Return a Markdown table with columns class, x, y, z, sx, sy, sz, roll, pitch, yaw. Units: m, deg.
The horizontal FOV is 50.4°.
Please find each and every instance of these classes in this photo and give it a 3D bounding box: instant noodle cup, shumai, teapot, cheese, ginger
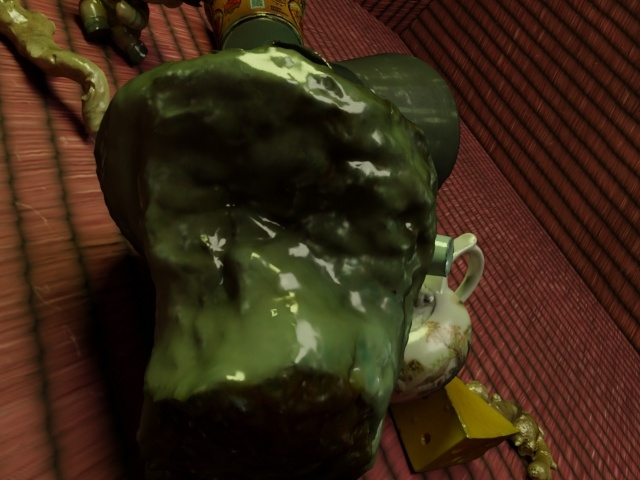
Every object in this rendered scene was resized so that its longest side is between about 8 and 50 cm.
| class | x | y | z | sx | sy | sz | roll | pitch | yaw |
| --- | --- | --- | --- | --- | --- | --- | --- | --- | --- |
| instant noodle cup | -0.125 | -0.428 | 1.364 | 0.216 | 0.216 | 0.172 | 27 | 39 | -37 |
| shumai | -0.050 | 0.057 | 0.619 | 0.324 | 0.397 | 0.323 | 1 | 62 | -1 |
| teapot | 0.096 | 0.103 | 0.867 | 0.298 | 0.139 | 0.204 | -31 | 38 | -29 |
| teapot | 0.042 | -0.146 | 1.138 | 0.362 | 0.305 | 0.376 | -2 | 81 | -49 |
| cheese | 0.191 | 0.256 | 0.926 | 0.171 | 0.093 | 0.126 | 29 | 26 | -36 |
| ginger | -0.352 | -0.250 | 0.865 | 0.288 | 0.075 | 0.089 | 47 | 18 | 11 |
| ginger | 0.306 | 0.303 | 1.101 | 0.176 | 0.052 | 0.193 | -6 | 63 | -60 |

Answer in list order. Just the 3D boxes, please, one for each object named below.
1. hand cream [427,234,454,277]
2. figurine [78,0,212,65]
| class | x | y | z | sx | sy | sz | roll | pitch | yaw |
| --- | --- | --- | --- | --- | --- | --- | --- | --- | --- |
| hand cream | 0.000 | 0.000 | 0.862 | 0.331 | 0.058 | 0.085 | 7 | 18 | 20 |
| figurine | -0.260 | -0.410 | 1.028 | 0.192 | 0.257 | 0.167 | 44 | 25 | -21 |
